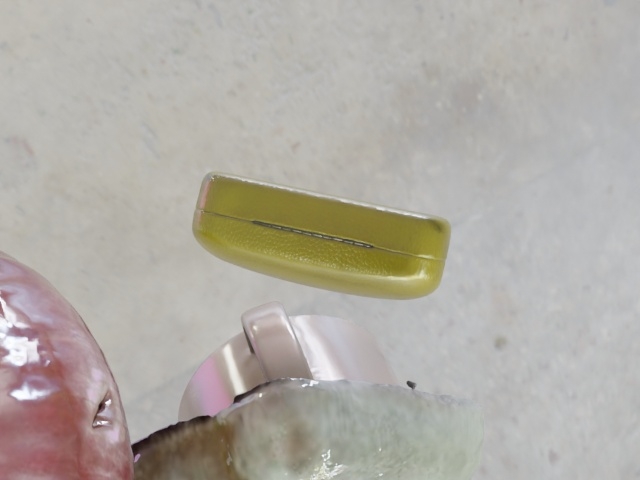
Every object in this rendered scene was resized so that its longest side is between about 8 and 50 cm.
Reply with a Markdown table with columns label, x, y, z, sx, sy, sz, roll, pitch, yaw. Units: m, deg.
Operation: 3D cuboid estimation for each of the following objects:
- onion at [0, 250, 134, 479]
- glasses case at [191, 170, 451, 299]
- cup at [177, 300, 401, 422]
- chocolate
| label | x | y | z | sx | sy | sz | roll | pitch | yaw |
| --- | --- | --- | --- | --- | --- | --- | --- | --- | --- |
| onion | -0.242 | 0.168 | 0.715 | 0.347 | 0.285 | 0.347 | -12 | 55 | 18 |
| glasses case | 0.000 | 0.000 | 2.002 | 0.371 | 0.173 | 0.141 | 12 | 92 | 9 |
| cup | -0.006 | 0.171 | 1.092 | 0.191 | 0.253 | 0.200 | -19 | 39 | -7 |
| chocolate | -0.040 | 0.170 | 0.823 | 0.303 | 0.185 | 0.100 | -36 | 53 | 39 |
